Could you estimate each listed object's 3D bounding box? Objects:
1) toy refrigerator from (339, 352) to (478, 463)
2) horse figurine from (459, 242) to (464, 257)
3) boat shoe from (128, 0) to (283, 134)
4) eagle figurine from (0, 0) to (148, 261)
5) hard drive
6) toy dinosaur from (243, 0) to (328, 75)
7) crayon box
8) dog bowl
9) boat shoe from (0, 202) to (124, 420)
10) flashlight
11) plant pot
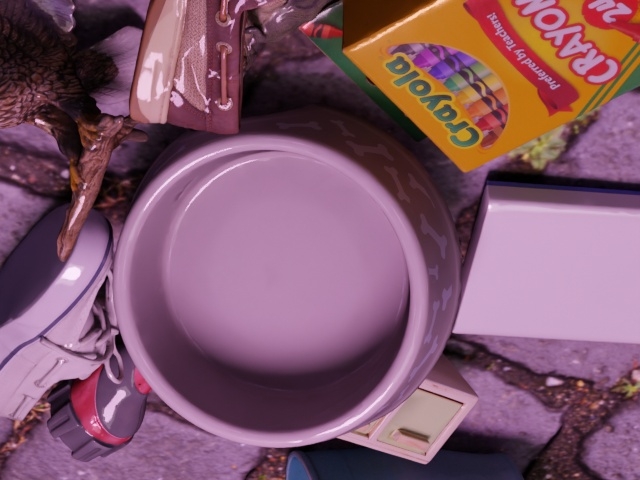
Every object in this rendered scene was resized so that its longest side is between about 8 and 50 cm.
[{"bbox_3d":[0.040,0.153,1.982,0.269,0.094,0.102,23,110,-44],"label":"toy refrigerator"},{"bbox_3d":[0.000,0.000,1.906,0.174,0.066,0.263,-26,134,34],"label":"horse figurine"},{"bbox_3d":[-0.068,-0.239,1.556,0.123,0.123,0.342,16,118,-3],"label":"boat shoe"},{"bbox_3d":[-0.308,-0.154,1.683,0.298,0.225,0.226,34,90,6],"label":"eagle figurine"},{"bbox_3d":[0.312,0.029,1.946,0.319,0.040,0.210,4,138,-6],"label":"hard drive"},{"bbox_3d":[-0.025,-0.235,1.654,0.268,0.064,0.118,-31,133,24],"label":"toy dinosaur"},{"bbox_3d":[0.163,-0.185,1.687,0.318,0.081,0.202,-27,132,28],"label":"crayon box"},{"bbox_3d":[-0.041,0.040,1.795,0.349,0.102,0.349,2,102,10],"label":"dog bowl"},{"bbox_3d":[-0.271,0.097,1.964,0.156,0.136,0.367,22,137,-22],"label":"boat shoe"},{"bbox_3d":[-0.170,0.138,2.032,0.304,0.103,0.103,-32,132,32],"label":"flashlight"},{"bbox_3d":[0.113,0.356,2.173,0.255,0.271,0.271,-10,139,-11],"label":"plant pot"}]
